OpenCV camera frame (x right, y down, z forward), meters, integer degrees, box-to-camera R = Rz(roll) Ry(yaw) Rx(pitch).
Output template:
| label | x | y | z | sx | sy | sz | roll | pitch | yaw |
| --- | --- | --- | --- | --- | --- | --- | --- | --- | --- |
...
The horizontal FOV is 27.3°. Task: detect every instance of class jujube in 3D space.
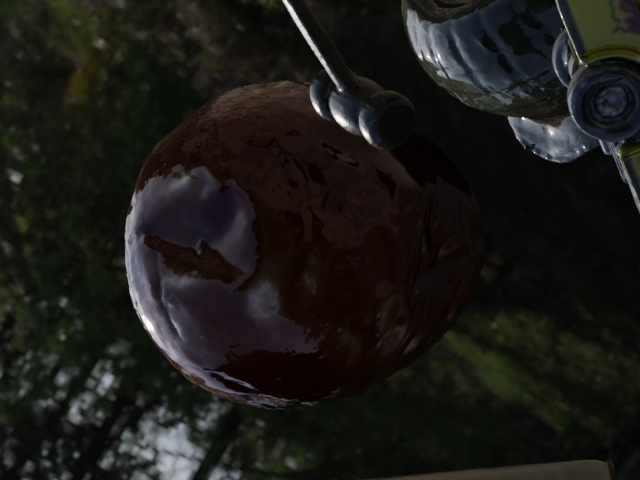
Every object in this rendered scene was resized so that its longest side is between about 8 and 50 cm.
| label | x | y | z | sx | sy | sz | roll | pitch | yaw |
| --- | --- | --- | --- | --- | --- | --- | --- | --- | --- |
| jujube | 0.000 | 0.000 | 0.939 | 0.223 | 0.223 | 0.318 | 29 | -164 | 27 |

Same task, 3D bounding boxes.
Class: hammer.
| label | x | y | z | sx | sy | sz | roll | pitch | yaw |
| --- | --- | --- | --- | --- | --- | --- | --- | --- | --- |
| hammer | -0.039 | -0.149 | 0.554 | 0.058 | 0.029 | 0.292 | 31 | 162 | 49 |

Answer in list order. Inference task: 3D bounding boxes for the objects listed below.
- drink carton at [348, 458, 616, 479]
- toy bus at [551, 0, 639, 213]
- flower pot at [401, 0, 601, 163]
| label | x | y | z | sx | sy | sz | roll | pitch | yaw |
| --- | --- | --- | --- | --- | --- | --- | --- | --- | --- |
| drink carton | 0.045 | 0.258 | 0.867 | 0.324 | 0.194 | 0.132 | 0 | 159 | -23 |
| toy bus | 0.143 | -0.032 | 0.506 | 0.081 | 0.074 | 0.226 | -79 | -36 | -68 |
| flower pot | 0.232 | -0.240 | 1.224 | 0.213 | 0.302 | 0.302 | 32 | 177 | -32 |
